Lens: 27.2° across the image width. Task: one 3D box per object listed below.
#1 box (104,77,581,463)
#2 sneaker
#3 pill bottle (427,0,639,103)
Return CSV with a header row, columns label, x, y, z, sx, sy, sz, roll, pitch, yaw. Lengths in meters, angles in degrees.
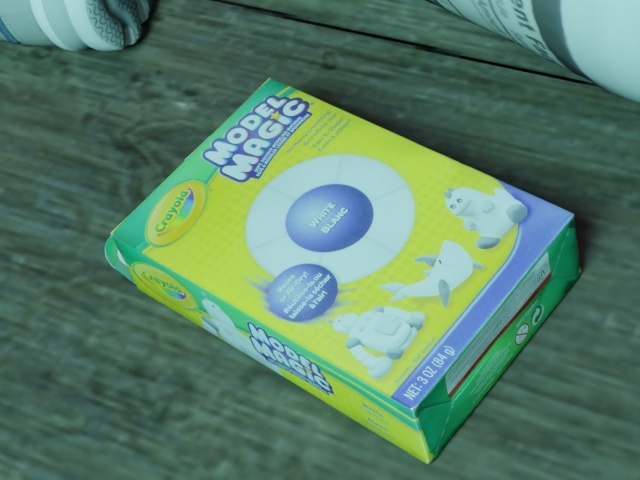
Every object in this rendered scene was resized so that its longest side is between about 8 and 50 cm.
label,x,y,z,sx,sy,sz,roll,pitch,yaw
box,0.000,0.000,0.527,0.179,0.043,0.105,26,62,33
sneaker,-0.140,-0.218,0.702,0.115,0.105,0.281,-3,51,13
pill bottle,0.110,-0.179,0.535,0.204,0.204,0.361,-43,53,-19
